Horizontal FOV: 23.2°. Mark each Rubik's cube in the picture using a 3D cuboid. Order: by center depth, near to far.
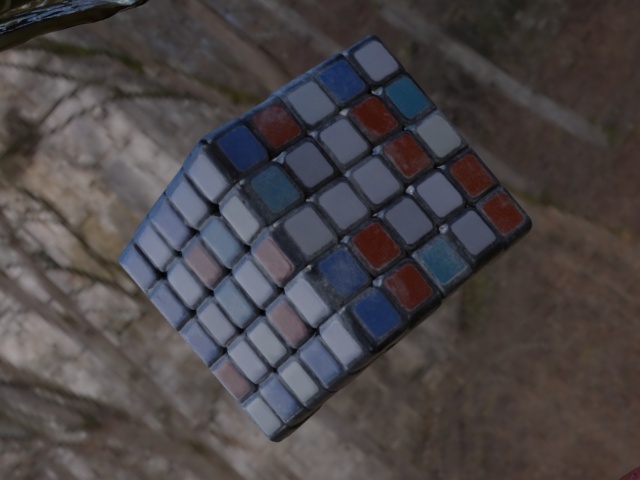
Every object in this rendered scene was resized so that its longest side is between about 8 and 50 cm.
[{"bbox_3d":[0.000,0.000,1.727,0.292,0.293,0.287,-35,-7,-36],"label":"Rubik's cube"}]

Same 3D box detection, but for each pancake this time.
[{"bbox_3d":[-0.273,-0.206,1.475,0.250,0.250,0.031,-32,-71,-38],"label":"pancake"}]

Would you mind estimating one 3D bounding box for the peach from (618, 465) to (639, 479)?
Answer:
[{"bbox_3d":[0.480,0.394,1.830,0.338,0.281,0.281,4,-48,-18],"label":"peach"}]

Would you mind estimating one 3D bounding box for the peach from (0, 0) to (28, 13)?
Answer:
[{"bbox_3d":[-0.429,-0.324,1.668,0.292,0.292,0.247,-34,-29,-36],"label":"peach"}]
